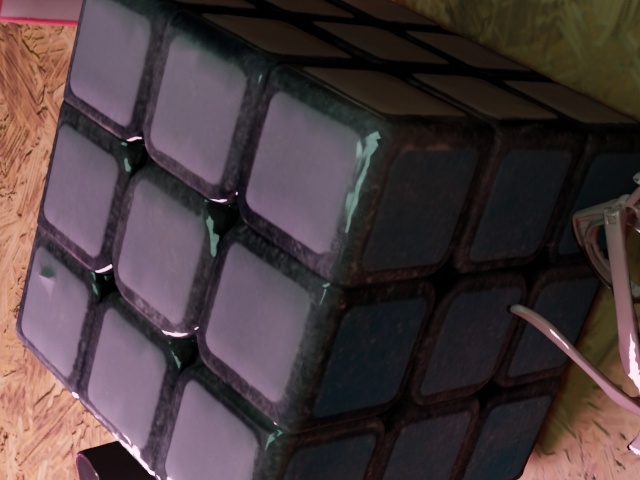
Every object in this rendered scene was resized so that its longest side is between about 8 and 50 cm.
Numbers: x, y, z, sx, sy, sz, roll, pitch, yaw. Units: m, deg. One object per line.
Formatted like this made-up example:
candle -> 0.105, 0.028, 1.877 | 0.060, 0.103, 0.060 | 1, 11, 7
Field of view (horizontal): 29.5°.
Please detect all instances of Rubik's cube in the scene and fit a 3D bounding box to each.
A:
Rubik's cube -> 0.000, 0.000, 0.871 | 0.303, 0.301, 0.305 | 33, 116, 39

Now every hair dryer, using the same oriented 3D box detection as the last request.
hair dryer -> -0.194, 0.282, 1.262 | 0.071, 0.114, 0.248 | 61, 151, 31

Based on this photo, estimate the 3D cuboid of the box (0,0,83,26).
box -> -0.227, -0.349, 1.070 | 0.314, 0.312, 0.300 | 19, 107, 42

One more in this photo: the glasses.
glasses -> 0.222, 0.067, 0.740 | 0.162, 0.095, 0.255 | 0, 129, 49
